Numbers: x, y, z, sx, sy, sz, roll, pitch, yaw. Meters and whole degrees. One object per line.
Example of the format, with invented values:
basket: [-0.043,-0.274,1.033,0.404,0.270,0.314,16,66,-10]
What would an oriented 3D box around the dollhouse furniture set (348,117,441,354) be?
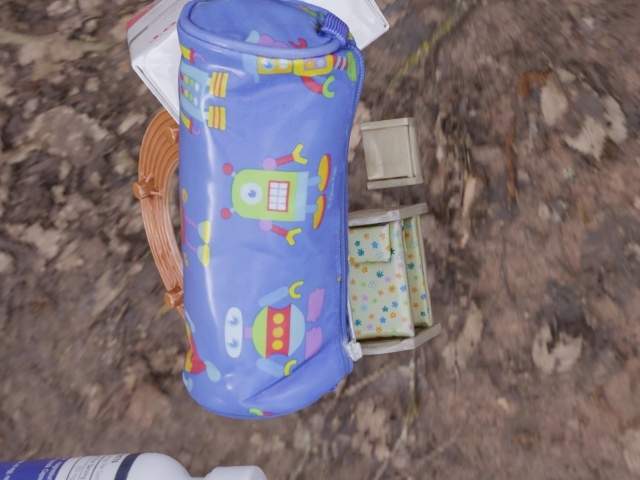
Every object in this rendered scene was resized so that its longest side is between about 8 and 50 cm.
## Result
dollhouse furniture set: [0.000,0.000,1.192,0.160,0.101,0.182,-6,93,19]

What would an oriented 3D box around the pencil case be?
pencil case: [-0.034,-0.019,1.019,0.133,0.119,0.306,2,117,3]

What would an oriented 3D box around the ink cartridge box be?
ink cartridge box: [-0.059,-0.172,1.169,0.172,0.237,0.100,-37,107,2]

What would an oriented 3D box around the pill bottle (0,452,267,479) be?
pill bottle: [-0.169,0.233,1.055,0.264,0.153,0.153,-5,102,10]

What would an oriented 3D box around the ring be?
ring: [-0.122,0.011,1.648,0.032,0.336,0.337,-22,103,-30]
